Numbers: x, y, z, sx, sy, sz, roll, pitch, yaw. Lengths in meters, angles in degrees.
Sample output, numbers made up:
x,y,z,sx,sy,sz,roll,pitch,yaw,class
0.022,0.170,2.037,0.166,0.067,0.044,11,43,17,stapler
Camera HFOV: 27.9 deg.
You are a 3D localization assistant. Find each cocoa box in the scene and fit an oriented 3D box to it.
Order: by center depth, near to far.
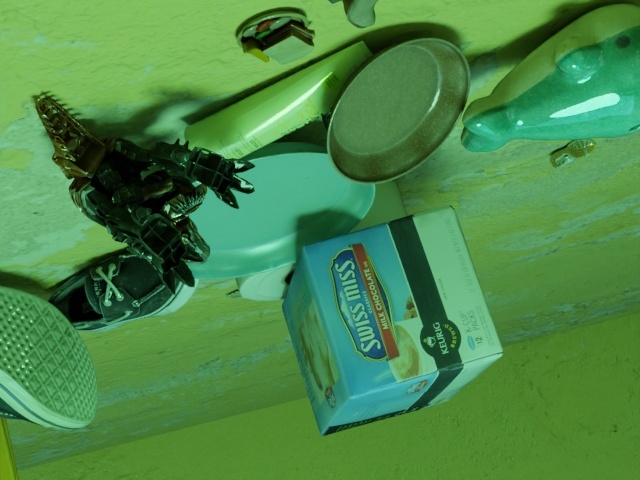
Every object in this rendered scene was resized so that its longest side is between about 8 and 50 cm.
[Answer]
x,y,z,sx,sy,sz,roll,pitch,yaw,class
0.090,0.129,1.897,0.228,0.231,0.347,-14,165,-11,cocoa box

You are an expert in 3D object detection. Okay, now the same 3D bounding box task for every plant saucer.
x,y,z,sx,sy,sz,roll,pitch,yaw,class
0.083,-0.155,1.491,0.199,0.036,0.198,-23,140,-21,plant saucer
-0.085,-0.043,1.705,0.318,0.043,0.317,-15,155,-7,plant saucer

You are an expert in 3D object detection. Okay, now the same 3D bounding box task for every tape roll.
x,y,z,sx,sy,sz,roll,pitch,yaw,class
0.000,0.000,1.983,0.286,0.100,0.286,-15,164,-5,tape roll

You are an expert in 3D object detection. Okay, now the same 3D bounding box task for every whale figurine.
x,y,z,sx,sy,sz,roll,pitch,yaw,class
0.304,-0.170,1.564,0.272,0.141,0.216,-28,165,-5,whale figurine

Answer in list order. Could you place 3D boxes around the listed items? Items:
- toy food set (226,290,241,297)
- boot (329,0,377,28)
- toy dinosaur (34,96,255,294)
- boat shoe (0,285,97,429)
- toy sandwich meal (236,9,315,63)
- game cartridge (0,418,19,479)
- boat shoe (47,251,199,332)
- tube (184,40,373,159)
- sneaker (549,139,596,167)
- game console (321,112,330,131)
x,y,z,sx,sy,sz,roll,pitch,yaw,class
-0.059,0.084,2.325,0.192,0.038,0.132,-25,163,28,toy food set
0.057,-0.252,1.271,0.087,0.042,0.118,-25,163,22,boot
-0.216,-0.048,1.458,0.218,0.164,0.322,20,-177,37,toy dinosaur
-0.496,0.156,1.815,0.156,0.186,0.500,-18,153,25,boat shoe
-0.046,-0.208,1.337,0.086,0.029,0.085,-15,165,-4,toy sandwich meal
-0.656,0.305,2.020,0.324,0.285,0.052,-15,165,-6,game cartridge
-0.303,0.071,1.925,0.301,0.108,0.102,-20,167,40,boat shoe
-0.041,-0.154,1.486,0.240,0.062,0.070,-25,-167,12,tube
0.403,-0.142,2.044,0.083,0.032,0.037,-23,178,39,sneaker
0.058,-0.160,1.544,0.122,0.107,0.071,-18,-167,7,game console
